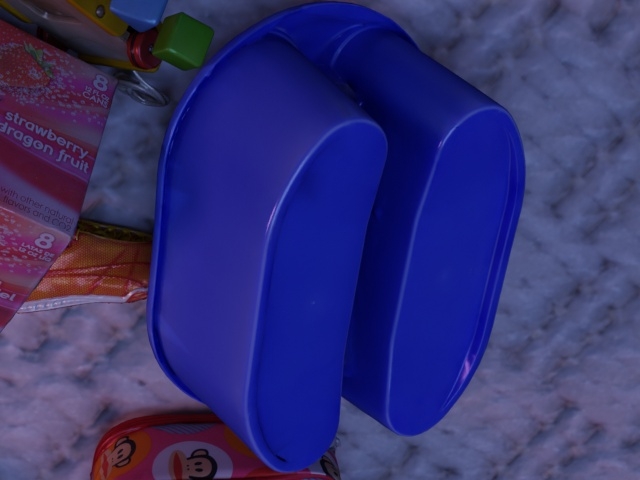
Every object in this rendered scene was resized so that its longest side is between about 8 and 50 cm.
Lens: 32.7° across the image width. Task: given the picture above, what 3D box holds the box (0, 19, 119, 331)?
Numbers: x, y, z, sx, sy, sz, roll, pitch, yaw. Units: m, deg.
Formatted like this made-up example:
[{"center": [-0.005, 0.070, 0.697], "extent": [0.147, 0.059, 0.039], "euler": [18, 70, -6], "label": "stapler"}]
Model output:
[{"center": [-0.301, -0.081, 0.694], "extent": [0.300, 0.154, 0.142], "euler": [26, 136, -22], "label": "box"}]

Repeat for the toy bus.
[{"center": [-0.158, -0.185, 0.714], "extent": [0.191, 0.202, 0.104], "euler": [23, 80, -14], "label": "toy bus"}]

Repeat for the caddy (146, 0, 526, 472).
[{"center": [0.000, 0.000, 0.809], "extent": [0.241, 0.179, 0.341], "euler": [-9, 121, -32], "label": "caddy"}]

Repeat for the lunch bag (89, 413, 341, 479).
[{"center": [-0.077, 0.296, 0.977], "extent": [0.258, 0.120, 0.293], "euler": [1, 117, -12], "label": "lunch bag"}]

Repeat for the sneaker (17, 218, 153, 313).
[{"center": [-0.169, 0.013, 0.845], "extent": [0.175, 0.064, 0.067], "euler": [-8, 109, -10], "label": "sneaker"}]
